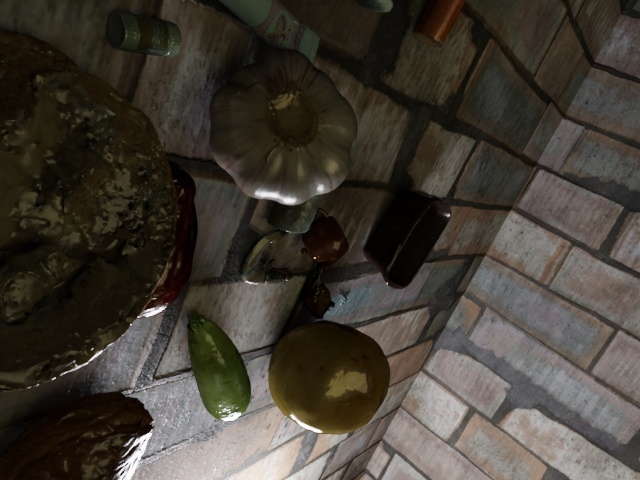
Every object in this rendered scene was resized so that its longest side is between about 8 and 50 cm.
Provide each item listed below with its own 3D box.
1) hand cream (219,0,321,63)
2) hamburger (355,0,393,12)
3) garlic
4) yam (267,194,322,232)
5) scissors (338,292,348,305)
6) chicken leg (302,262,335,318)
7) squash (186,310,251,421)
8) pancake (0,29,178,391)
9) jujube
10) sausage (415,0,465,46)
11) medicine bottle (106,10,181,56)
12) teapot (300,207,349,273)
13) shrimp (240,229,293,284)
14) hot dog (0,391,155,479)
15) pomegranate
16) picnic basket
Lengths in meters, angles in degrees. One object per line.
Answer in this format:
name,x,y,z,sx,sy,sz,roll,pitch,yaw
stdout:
hand cream,-0.091,-0.349,0.787,0.331,0.058,0.086,16,88,-64
hamburger,0.096,-0.452,0.920,0.121,0.084,0.054,9,113,-56
garlic,-0.071,-0.168,0.880,0.245,0.245,0.253,-46,-175,-16
yam,-0.024,-0.138,1.051,0.093,0.093,0.260,-5,122,-54
scissors,0.066,0.176,1.579,0.036,0.006,0.083,-50,150,-7
chicken leg,-0.004,0.133,1.392,0.106,0.051,0.253,-43,148,-34
squash,-0.226,0.287,1.152,0.118,0.118,0.371,-36,142,-31
pancake,-0.335,-0.034,0.571,0.386,0.082,0.388,4,84,-44
jujube,-0.258,-0.002,0.770,0.168,0.168,0.237,9,107,-58
sausage,0.294,-0.551,1.128,0.071,0.071,0.234,7,114,-58
medicine bottle,-0.227,-0.266,0.665,0.083,0.047,0.047,-14,130,-49
teapot,0.000,0.000,1.221,0.116,0.116,0.173,-39,120,-27
shrimp,-0.098,0.037,1.177,0.195,0.035,0.148,9,109,-57
hot dog,-0.458,0.447,0.920,0.388,0.174,0.267,-64,153,-5
pomegranate,0.019,0.376,1.407,0.332,0.332,0.333,-36,145,-31
picnic basket,0.248,-0.012,1.538,0.297,0.129,0.222,-59,149,3
